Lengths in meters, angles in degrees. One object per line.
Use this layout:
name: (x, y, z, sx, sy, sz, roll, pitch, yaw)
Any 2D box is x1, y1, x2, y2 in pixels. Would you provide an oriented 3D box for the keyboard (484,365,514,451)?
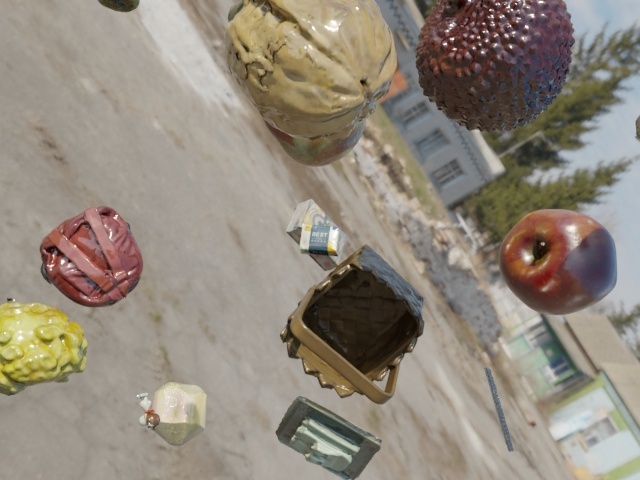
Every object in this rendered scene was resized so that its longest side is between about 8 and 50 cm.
keyboard: (0.414, 0.391, 1.888, 0.063, 0.010, 0.198, 33, 41, -65)

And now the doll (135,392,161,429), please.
doll: (-0.404, 0.401, 1.913, 0.040, 0.058, 0.085, 0, 92, -62)

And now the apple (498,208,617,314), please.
apple: (0.617, 0.057, 2.100, 0.316, 0.288, 0.288, 12, 43, -47)

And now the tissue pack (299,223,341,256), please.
tissue pack: (0.000, 0.000, 1.744, 0.042, 0.083, 0.062, 66, 30, -69)

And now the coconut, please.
coconut: (-0.368, 0.456, 2.109, 0.147, 0.147, 0.153, 47, 38, -50)

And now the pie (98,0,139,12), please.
pie: (-0.375, -0.448, 1.508, 0.084, 0.084, 0.021, 39, 44, -63)

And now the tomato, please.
tomato: (-0.005, -0.327, 2.023, 0.270, 0.222, 0.270, 35, 39, -34)

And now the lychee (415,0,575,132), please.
lychee: (0.295, -0.329, 1.393, 0.304, 0.275, 0.276, 42, 17, -32)

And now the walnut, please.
walnut: (-0.012, -0.225, 0.976, 0.245, 0.198, 0.198, 43, -4, 46)

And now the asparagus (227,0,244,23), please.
asparagus: (-0.106, -0.371, 1.281, 0.041, 0.045, 0.178, 25, -11, -20)

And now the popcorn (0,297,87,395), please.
popcorn: (-0.593, 0.207, 1.645, 0.266, 0.233, 0.192, 3, -82, 61)

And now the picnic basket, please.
picnic basket: (0.065, 0.194, 1.737, 0.254, 0.291, 0.321, 42, 22, -6)

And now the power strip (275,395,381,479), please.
power strip: (0.005, 0.442, 1.744, 0.213, 0.198, 0.064, 27, 48, 4)

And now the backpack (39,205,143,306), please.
backpack: (-0.496, 0.043, 1.799, 0.229, 0.229, 0.139, 59, -19, 4)

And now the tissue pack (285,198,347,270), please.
tissue pack: (-0.006, -0.014, 1.960, 0.148, 0.060, 0.109, 46, 41, -24)

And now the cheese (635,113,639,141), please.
cheese: (0.818, -0.294, 1.694, 0.153, 0.292, 0.332, 39, 19, 31)
